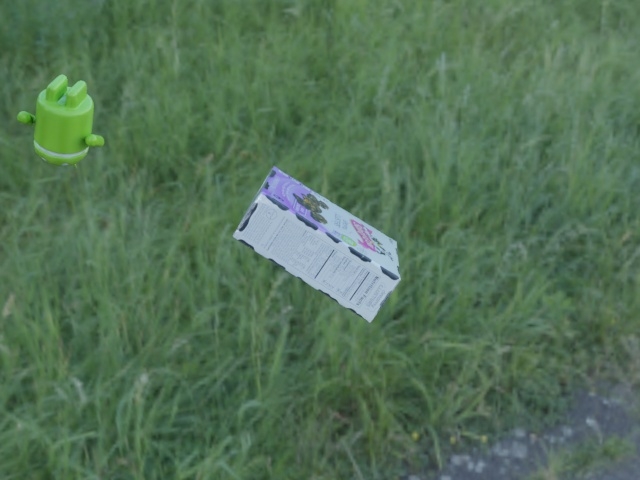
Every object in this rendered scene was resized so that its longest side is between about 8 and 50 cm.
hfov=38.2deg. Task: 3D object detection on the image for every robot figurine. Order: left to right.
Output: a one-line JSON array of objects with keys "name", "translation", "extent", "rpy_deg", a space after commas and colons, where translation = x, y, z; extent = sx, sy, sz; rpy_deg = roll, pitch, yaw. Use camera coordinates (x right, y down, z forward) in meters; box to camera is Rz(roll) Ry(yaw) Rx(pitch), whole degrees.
[{"name": "robot figurine", "translation": [-0.311, -0.140, 1.120], "extent": [0.101, 0.115, 0.067], "rpy_deg": [17, 36, -2]}]

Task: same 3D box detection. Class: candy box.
[{"name": "candy box", "translation": [0.000, 0.000, 1.154], "extent": [0.196, 0.070, 0.165], "rpy_deg": [32, 14, -6]}]
